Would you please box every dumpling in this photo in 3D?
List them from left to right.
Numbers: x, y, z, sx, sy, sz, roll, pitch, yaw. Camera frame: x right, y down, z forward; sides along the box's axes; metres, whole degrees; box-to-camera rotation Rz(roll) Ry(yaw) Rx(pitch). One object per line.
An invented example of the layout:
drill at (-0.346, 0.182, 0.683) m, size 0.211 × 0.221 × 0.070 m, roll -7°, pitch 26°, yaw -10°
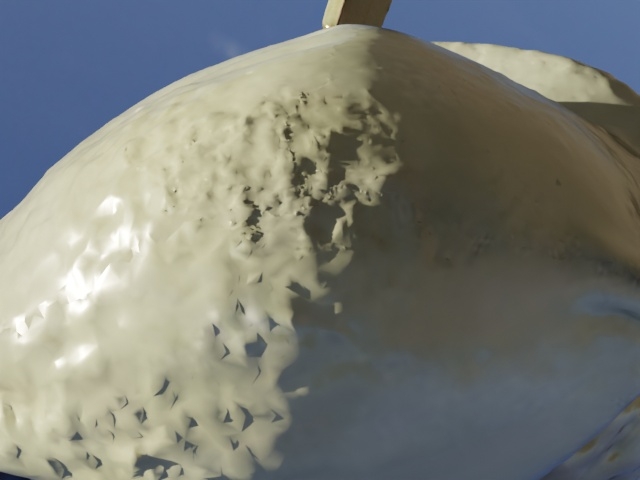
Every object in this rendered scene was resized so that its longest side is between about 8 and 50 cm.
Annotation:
dumpling at (-0.004, 0.001, 0.430) m, size 0.126 × 0.216 × 0.166 m, roll 52°, pitch -162°, yaw -26°

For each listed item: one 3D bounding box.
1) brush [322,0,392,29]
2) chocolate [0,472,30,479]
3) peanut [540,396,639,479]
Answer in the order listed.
brush at (0.065, -0.251, 1.069) m, size 0.085 × 0.020 × 0.336 m, roll 48°, pitch -125°, yaw -46°
chocolate at (-0.219, 0.066, 0.936) m, size 0.176 × 0.177 × 0.177 m, roll 26°, pitch -150°, yaw -16°
peanut at (0.062, 0.020, 0.644) m, size 0.140 × 0.153 × 0.325 m, roll 39°, pitch -171°, yaw 32°
